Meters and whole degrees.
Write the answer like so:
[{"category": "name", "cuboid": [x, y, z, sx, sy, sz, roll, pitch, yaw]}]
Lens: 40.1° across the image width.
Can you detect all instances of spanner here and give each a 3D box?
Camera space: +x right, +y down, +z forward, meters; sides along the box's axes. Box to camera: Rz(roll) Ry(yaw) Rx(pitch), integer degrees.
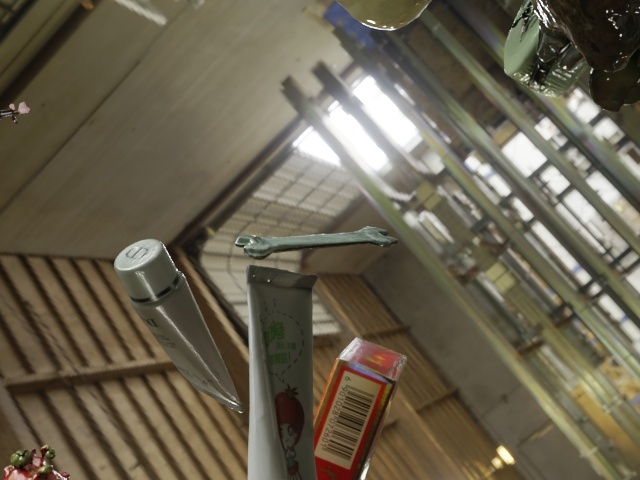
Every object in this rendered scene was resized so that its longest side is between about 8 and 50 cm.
[{"category": "spanner", "cuboid": [0.000, 0.000, 1.342, 0.302, 0.017, 0.071, -4, -153, -39]}]

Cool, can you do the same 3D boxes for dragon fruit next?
[{"category": "dragon fruit", "cuboid": [-0.439, 0.412, 1.347, 0.172, 0.160, 0.166, 52, 160, 14]}]

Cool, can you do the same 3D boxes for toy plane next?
[{"category": "toy plane", "cuboid": [-0.630, -0.236, 1.682, 0.145, 0.037, 0.060, -16, -131, -22]}]

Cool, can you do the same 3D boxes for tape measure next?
[{"category": "tape measure", "cuboid": [0.350, -0.333, 1.255, 0.115, 0.235, 0.207, 26, -143, -5]}]

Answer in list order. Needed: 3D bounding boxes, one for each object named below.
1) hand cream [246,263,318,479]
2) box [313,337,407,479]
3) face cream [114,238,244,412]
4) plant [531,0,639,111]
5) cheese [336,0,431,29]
[{"category": "hand cream", "cuboid": [-0.036, 0.194, 0.871, 0.121, 0.076, 0.336, 9, -101, -62]}, {"category": "box", "cuboid": [0.020, 0.300, 1.186, 0.089, 0.313, 0.197, 22, -175, 7]}, {"category": "face cream", "cuboid": [-0.217, 0.139, 1.370, 0.143, 0.089, 0.314, 13, 138, 44]}, {"category": "plant", "cuboid": [0.312, -0.261, 0.888, 0.276, 0.199, 0.188, 49, -165, -46]}, {"category": "cheese", "cuboid": [-0.001, -0.404, 0.827, 0.351, 0.129, 0.328, 34, -125, -14]}]
